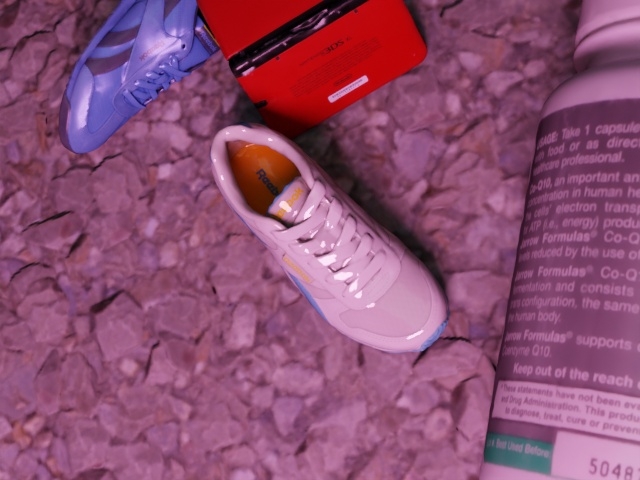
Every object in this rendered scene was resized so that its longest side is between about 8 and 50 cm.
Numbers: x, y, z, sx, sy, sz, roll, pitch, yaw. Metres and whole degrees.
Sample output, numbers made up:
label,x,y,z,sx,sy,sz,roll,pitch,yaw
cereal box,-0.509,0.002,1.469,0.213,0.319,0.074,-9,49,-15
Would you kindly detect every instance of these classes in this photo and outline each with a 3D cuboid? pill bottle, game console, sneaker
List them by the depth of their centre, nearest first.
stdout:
label,x,y,z,sx,sy,sz,roll,pitch,yaw
pill bottle,0.230,0.006,0.698,0.204,0.204,0.361,8,81,16
sneaker,0.000,0.000,0.817,0.228,0.092,0.087,41,89,18
game console,-0.007,-0.174,0.872,0.144,0.124,0.085,-30,36,7
sneaker,-0.139,-0.154,0.900,0.082,0.069,0.209,32,87,15
